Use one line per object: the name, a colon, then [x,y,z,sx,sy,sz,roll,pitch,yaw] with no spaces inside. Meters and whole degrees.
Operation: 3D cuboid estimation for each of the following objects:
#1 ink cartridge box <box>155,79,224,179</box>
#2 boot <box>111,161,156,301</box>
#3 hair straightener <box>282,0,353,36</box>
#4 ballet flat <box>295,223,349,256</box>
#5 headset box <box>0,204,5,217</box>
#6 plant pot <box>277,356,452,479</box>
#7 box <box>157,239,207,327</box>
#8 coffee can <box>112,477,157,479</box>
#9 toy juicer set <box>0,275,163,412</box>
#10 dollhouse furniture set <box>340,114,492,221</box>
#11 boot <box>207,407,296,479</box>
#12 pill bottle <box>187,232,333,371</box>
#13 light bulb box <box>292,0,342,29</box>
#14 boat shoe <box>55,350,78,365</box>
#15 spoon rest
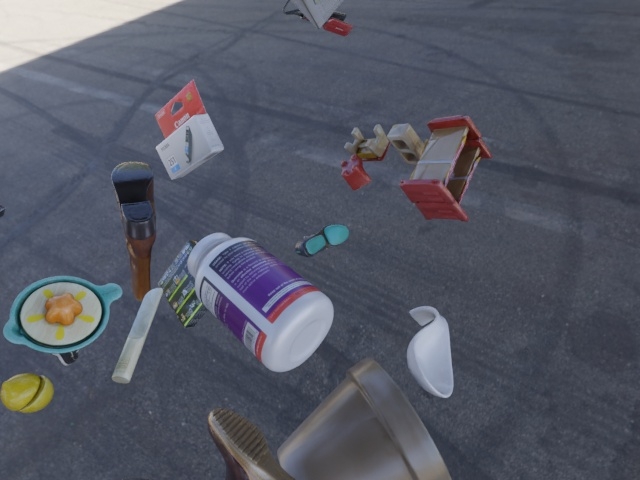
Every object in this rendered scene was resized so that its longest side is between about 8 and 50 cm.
ink cartridge box: [-0.507,-0.394,1.488,0.296,0.261,0.066,-18,9,41]
boot: [-0.457,-0.027,1.037,0.096,0.280,0.264,-12,51,-30]
hair straightener: [-0.013,-0.607,1.089,0.230,0.047,0.089,-15,75,-41]
ballet flat: [0.000,0.000,1.204,0.074,0.074,0.203,27,34,31]
headset box: [-0.598,-0.054,0.700,0.032,0.083,0.062,-34,19,41]
plant pot: [0.073,0.468,0.883,0.280,0.323,0.323,-29,48,-11]
box: [-0.381,0.127,1.206,0.184,0.045,0.190,46,107,23]
coffee can: [-0.193,0.388,0.336,0.201,0.201,0.275,-16,18,-6]
toy juicer set: [-0.405,0.150,0.639,0.329,0.089,0.209,6,52,-34]
dollhouse furniture set: [0.217,-0.183,1.061,0.374,0.152,0.201,10,66,48]
boot: [-0.154,0.448,0.712,0.248,0.090,0.207,38,99,22]
pill bottle: [-0.140,0.114,0.871,0.323,0.181,0.181,35,60,30]
light bulb box: [0.025,-0.533,0.553,0.358,0.225,0.361,-45,10,17]
boat shoe: [-0.452,0.188,0.730,0.038,0.125,0.046,-20,62,-23]
spoon rest: [0.252,0.237,0.937,0.084,0.137,0.276,-40,12,24]
